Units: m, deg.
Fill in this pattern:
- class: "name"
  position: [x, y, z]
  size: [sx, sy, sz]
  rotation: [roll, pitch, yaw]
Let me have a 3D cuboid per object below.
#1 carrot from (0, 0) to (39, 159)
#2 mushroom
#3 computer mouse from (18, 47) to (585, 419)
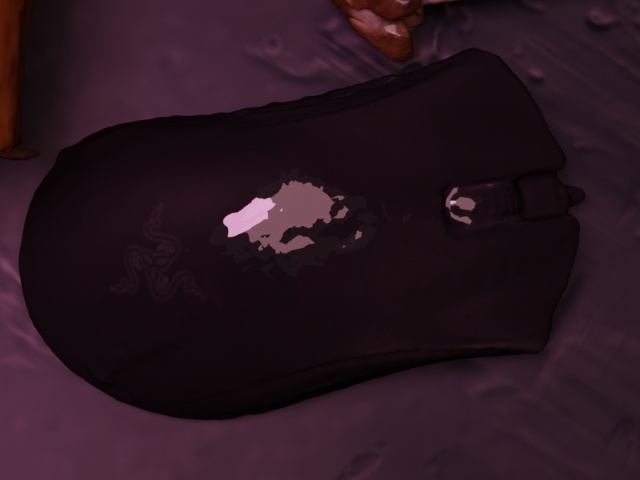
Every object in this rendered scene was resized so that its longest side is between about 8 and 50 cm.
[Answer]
- class: "carrot"
  position: [-0.217, -0.203, 0.646]
  size: [0.224, 0.224, 0.341]
  rotation: [0, 92, -8]
- class: "mushroom"
  position: [0.090, -0.133, 0.766]
  size: [0.187, 0.061, 0.060]
  rotation: [-14, 57, -17]
- class: "computer mouse"
  position: [0.000, 0.000, 0.726]
  size: [0.264, 0.088, 0.147]
  rotation: [-13, 89, -11]
